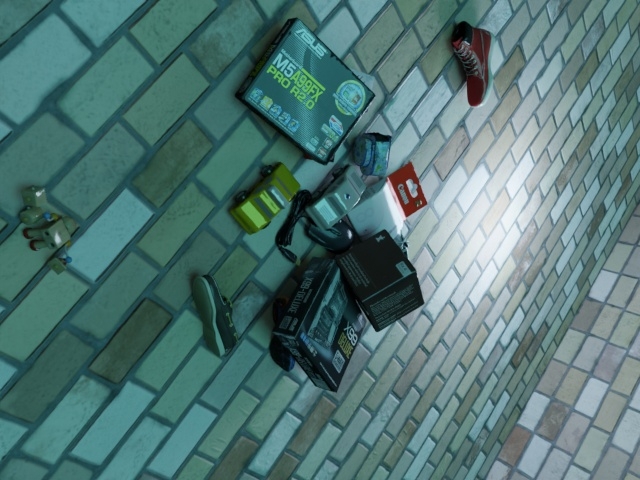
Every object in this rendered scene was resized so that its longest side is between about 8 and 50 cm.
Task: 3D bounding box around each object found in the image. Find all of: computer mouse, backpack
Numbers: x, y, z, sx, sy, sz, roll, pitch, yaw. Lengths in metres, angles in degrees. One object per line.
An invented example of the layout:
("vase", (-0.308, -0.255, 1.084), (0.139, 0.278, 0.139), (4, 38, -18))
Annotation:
("computer mouse", (0.000, 0.000, 1.383), (0.262, 0.060, 0.184), (38, 77, -41))
("backpack", (0.138, -0.235, 1.402), (0.084, 0.105, 0.114), (-5, 109, -17))

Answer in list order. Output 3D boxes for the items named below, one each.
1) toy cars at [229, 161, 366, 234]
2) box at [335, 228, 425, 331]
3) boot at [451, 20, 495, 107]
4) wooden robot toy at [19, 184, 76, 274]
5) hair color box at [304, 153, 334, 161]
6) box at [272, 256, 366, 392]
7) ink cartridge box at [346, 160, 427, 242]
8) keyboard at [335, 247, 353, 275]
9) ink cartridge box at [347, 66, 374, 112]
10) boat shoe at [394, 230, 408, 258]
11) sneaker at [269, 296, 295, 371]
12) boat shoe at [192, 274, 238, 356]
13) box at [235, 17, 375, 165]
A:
("toy cars", (-0.030, -0.108, 1.270), (0.394, 0.087, 0.176), (-4, 96, -33))
("box", (0.169, 0.115, 1.426), (0.167, 0.168, 0.203), (-30, 142, -2))
("boot", (0.462, -0.547, 1.597), (0.176, 0.088, 0.244), (-2, 97, -41))
("wooden robot toy", (-0.498, -0.027, 0.952), (0.079, 0.076, 0.173), (-64, 146, -57))
("hair color box", (0.006, -0.275, 1.311), (0.072, 0.043, 0.141), (-2, 104, -40))
("box", (0.011, 0.233, 1.391), (0.242, 0.076, 0.307), (-61, 142, -31))
("ink cartridge box", (0.195, -0.090, 1.457), (0.232, 0.066, 0.189), (-29, 133, 4))
("keyboard", (0.118, 0.052, 1.478), (0.180, 0.023, 0.108), (-25, 135, -12))
("ink cartridge box", (0.044, -0.396, 1.302), (0.207, 0.046, 0.097), (4, 101, -41))
("boat shoe", (0.241, 0.019, 1.585), (0.079, 0.081, 0.227), (-26, 118, -32))
("sneaker", (-0.078, 0.254, 1.387), (0.087, 0.083, 0.221), (-10, 113, -45))
("boat shoe", (-0.246, 0.170, 1.214), (0.069, 0.081, 0.227), (-29, 128, -35))
("box", (-0.030, -0.339, 1.193), (0.270, 0.060, 0.216), (36, 92, -32))
